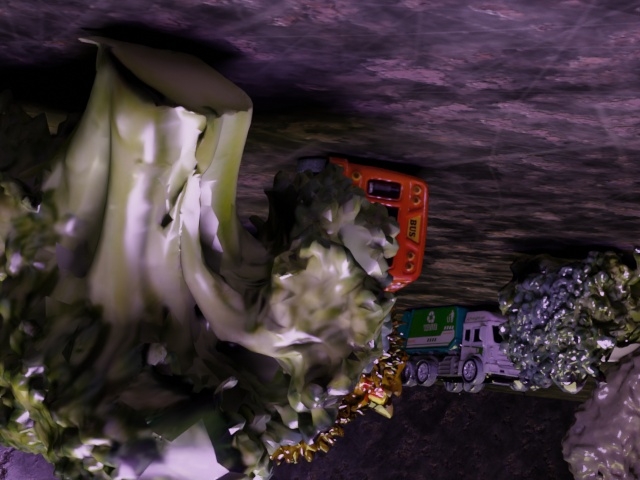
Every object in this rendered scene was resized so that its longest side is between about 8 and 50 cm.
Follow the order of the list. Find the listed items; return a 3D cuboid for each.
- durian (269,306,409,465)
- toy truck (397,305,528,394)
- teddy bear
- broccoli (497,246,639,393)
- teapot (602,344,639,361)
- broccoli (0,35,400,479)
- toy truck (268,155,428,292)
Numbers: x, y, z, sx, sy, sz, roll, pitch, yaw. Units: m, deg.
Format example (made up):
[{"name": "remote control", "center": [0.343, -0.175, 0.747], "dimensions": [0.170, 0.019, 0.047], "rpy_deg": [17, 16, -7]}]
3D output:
[{"name": "durian", "center": [-0.049, 0.115, 1.590], "dimensions": [0.293, 0.258, 0.258], "rpy_deg": [-9, 170, 4]}, {"name": "toy truck", "center": [0.198, 0.158, 2.052], "dimensions": [0.114, 0.124, 0.253], "rpy_deg": [10, 168, -30]}, {"name": "teddy bear", "center": [0.525, 0.203, 1.860], "dimensions": [0.357, 0.224, 0.367], "rpy_deg": [-9, 175, 30]}, {"name": "broccoli", "center": [0.340, 0.078, 1.519], "dimensions": [0.304, 0.145, 0.165], "rpy_deg": [-4, 180, -25]}, {"name": "teapot", "center": [0.336, 0.103, 1.758], "dimensions": [0.145, 0.092, 0.226], "rpy_deg": [0, 172, 35]}, {"name": "broccoli", "center": [-0.126, 0.024, 0.968], "dimensions": [0.317, 0.338, 0.277], "rpy_deg": [-31, 178, 38]}, {"name": "toy truck", "center": [0.017, 0.004, 1.253], "dimensions": [0.114, 0.107, 0.253], "rpy_deg": [7, 170, -8]}]
